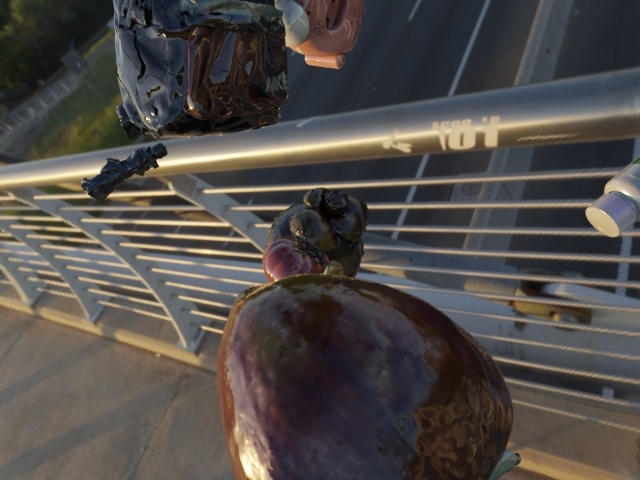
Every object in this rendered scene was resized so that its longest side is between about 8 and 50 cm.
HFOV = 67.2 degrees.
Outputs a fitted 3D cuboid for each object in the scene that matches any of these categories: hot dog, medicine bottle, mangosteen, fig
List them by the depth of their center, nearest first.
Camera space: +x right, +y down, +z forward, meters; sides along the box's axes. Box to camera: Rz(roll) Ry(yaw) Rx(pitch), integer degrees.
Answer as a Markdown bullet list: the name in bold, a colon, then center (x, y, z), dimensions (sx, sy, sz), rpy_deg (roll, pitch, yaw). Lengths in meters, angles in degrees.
- **fig**: center (0.029, 0.145, 0.389), dimensions (0.224, 0.263, 0.224), rpy_deg (-41, 14, 13)
- **medicine bottle**: center (0.585, -0.112, 0.833), dimensions (0.260, 0.095, 0.095), rpy_deg (-39, 40, 1)
- **hot dog**: center (0.028, 0.061, 0.942), dimensions (0.090, 0.034, 0.030), rpy_deg (-35, -30, -81)
- **mangosteen**: center (-0.010, 0.000, 1.790), dimensions (0.381, 0.380, 0.422), rpy_deg (32, 106, 49)

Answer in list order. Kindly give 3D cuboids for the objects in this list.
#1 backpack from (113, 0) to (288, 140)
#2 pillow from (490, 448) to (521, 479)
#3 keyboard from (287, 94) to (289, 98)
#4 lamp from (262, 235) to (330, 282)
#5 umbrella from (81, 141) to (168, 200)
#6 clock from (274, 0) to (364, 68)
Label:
- **backpack**: center (-0.079, -0.152, 0.327), dimensions (0.105, 0.165, 0.120), rpy_deg (24, 34, 35)
- **pillow**: center (0.259, 0.515, 1.129), dimensions (0.312, 0.310, 0.119), rpy_deg (-47, 7, 4)
- **keyboard**: center (-0.103, -0.334, 1.007), dimensions (0.014, 0.055, 0.176), rpy_deg (-29, 31, -5)
- **lamp**: center (-0.060, 0.072, 1.178), dimensions (0.140, 0.182, 0.182), rpy_deg (-57, 36, 18)
- **umbrella**: center (-0.487, -0.184, 1.203), dimensions (0.224, 0.080, 0.071), rpy_deg (-28, 73, 4)
- **clock**: center (-0.004, -0.363, 0.741), dimensions (0.092, 0.162, 0.166), rpy_deg (19, 94, 31)
